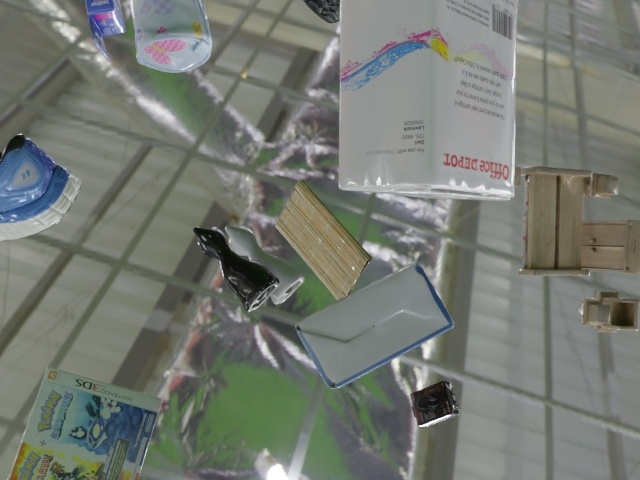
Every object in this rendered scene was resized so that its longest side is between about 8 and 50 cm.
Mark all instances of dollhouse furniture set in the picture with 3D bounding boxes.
[{"bbox_3d":[0.421,0.021,1.678,0.356,0.303,0.174,3,179,-29],"label":"dollhouse furniture set"}]

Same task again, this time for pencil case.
[{"bbox_3d":[-0.239,-0.403,1.396,0.124,0.113,0.273,-7,-108,2],"label":"pencil case"}]

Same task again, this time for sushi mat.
[{"bbox_3d":[0.000,0.000,2.137,0.019,0.151,0.316,-1,-141,-42],"label":"sushi mat"}]

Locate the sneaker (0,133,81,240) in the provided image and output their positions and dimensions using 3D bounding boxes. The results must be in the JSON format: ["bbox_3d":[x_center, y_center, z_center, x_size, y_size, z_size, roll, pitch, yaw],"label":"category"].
[{"bbox_3d":[-0.494,-0.058,1.205,0.330,0.147,0.129,-22,-148,17],"label":"sneaker"}]

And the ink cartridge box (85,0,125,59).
[{"bbox_3d":[-0.447,-0.535,1.768,0.065,0.311,0.186,-10,180,-6],"label":"ink cartridge box"}]

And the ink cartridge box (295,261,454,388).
[{"bbox_3d":[0.109,0.166,1.832,0.270,0.395,0.151,-27,-92,1],"label":"ink cartridge box"}]

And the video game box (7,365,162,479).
[{"bbox_3d":[-0.364,0.316,1.364,0.187,0.048,0.205,18,-106,-10],"label":"video game box"}]

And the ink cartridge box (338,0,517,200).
[{"bbox_3d":[0.119,-0.183,0.942,0.117,0.278,0.201,1,180,36],"label":"ink cartridge box"}]

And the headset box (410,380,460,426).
[{"bbox_3d":[0.201,0.294,1.579,0.032,0.083,0.062,22,-131,-49],"label":"headset box"}]

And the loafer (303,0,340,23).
[{"bbox_3d":[-0.023,-0.441,1.365,0.223,0.076,0.078,57,-165,-14],"label":"loafer"}]

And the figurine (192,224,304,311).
[{"bbox_3d":[-0.158,0.041,1.918,0.209,0.092,0.215,45,-162,15],"label":"figurine"}]
